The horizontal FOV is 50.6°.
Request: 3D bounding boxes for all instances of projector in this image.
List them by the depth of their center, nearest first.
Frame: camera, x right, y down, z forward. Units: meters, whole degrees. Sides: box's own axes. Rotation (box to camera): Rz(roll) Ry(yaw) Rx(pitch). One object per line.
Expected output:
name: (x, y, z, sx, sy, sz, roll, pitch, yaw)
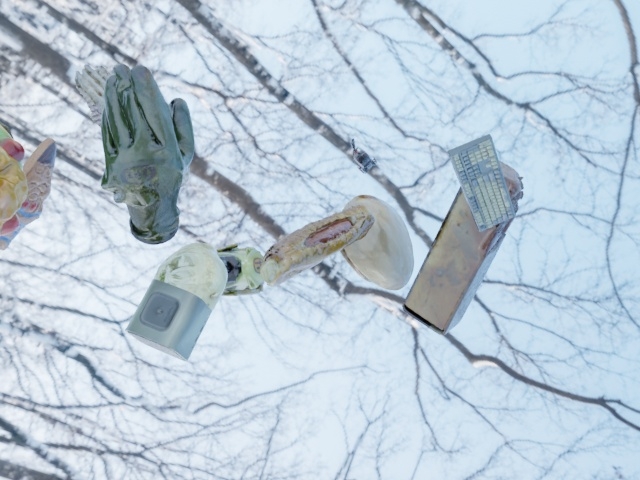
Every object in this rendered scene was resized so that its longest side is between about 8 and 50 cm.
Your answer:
projector: (-0.212, 0.113, 0.954, 0.083, 0.083, 0.082, 19, -110, 15)

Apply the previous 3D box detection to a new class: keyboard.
keyboard: (0.211, -0.069, 0.873, 0.055, 0.176, 0.014, -24, -128, 10)

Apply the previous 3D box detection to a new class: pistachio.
pistachio: (0.112, 0.004, 1.365, 0.144, 0.215, 0.144, -23, -149, 15)

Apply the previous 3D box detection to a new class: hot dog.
hot dog: (-0.001, 0.001, 1.128, 0.083, 0.068, 0.289, -40, 174, 37)

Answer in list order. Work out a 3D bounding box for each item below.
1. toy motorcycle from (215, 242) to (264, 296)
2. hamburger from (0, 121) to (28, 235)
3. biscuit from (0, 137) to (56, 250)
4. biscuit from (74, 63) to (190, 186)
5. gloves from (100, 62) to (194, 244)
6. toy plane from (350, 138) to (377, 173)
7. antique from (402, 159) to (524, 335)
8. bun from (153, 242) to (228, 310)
toy motorcycle: (-0.285, 0.096, 2.158, 0.410, 0.237, 0.168, 124, -37, -84)
hamburger: (-0.511, -0.075, 0.920, 0.237, 0.237, 0.149, -50, -140, 10)
biscuit: (-0.653, -0.099, 1.509, 0.280, 0.043, 0.183, -59, 178, 3)
biscuit: (-0.306, -0.186, 1.110, 0.062, 0.108, 0.239, -40, -112, -20)
gloves: (-0.233, -0.108, 0.916, 0.135, 0.268, 0.107, -20, -138, -23)
toy plane: (0.091, -0.175, 1.466, 0.037, 0.060, 0.145, -44, 168, 3)
antique: (0.251, 0.010, 1.174, 0.093, 0.087, 0.309, 33, -63, 23)
bun: (-0.337, 0.115, 1.690, 0.259, 0.160, 0.259, -52, -162, 25)
